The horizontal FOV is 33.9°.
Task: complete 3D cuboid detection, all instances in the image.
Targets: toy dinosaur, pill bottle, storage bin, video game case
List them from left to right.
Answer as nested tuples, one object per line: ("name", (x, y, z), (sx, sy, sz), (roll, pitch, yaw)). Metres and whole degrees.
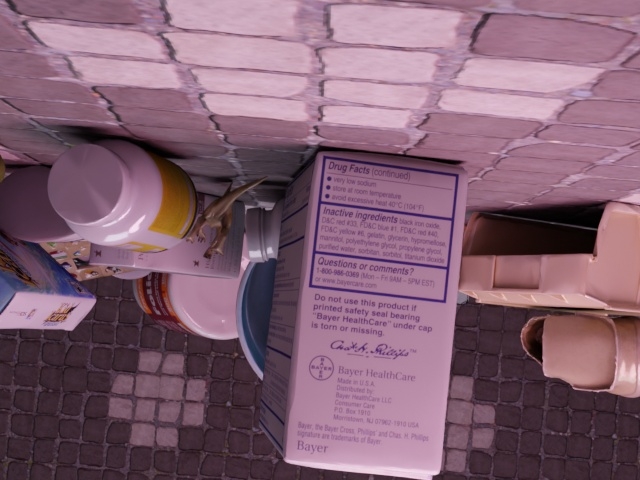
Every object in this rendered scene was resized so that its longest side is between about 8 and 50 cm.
("video game case", (-0.424, 0.001, 1.276), (0.269, 0.061, 0.244), (40, -177, 10))
("pill bottle", (-0.193, -0.043, 1.029), (0.103, 0.103, 0.184), (4, 176, 11))
("pill bottle", (-0.259, 0.088, 2.212), (0.224, 0.224, 0.392), (6, 175, -23))
("toy dinosaur", (-0.122, -0.032, 1.258), (0.053, 0.092, 0.183), (28, 161, -9))
("pill bottle", (-0.006, -0.011, 1.262), (0.160, 0.087, 0.087), (-4, 176, 3))
("storage bin", (0.350, 0.029, 1.316), (0.260, 0.123, 0.262), (7, 176, -27))

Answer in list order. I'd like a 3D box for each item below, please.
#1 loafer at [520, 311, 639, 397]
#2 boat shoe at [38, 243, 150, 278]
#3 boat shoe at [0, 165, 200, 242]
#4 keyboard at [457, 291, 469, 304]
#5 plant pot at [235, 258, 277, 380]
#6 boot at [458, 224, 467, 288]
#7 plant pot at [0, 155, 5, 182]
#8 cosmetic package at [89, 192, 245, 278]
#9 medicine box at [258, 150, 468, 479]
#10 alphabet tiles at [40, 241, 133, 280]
("loafer", (0.322, 0.138, 1.297), (0.092, 0.101, 0.268), (0, 177, -8))
("boat shoe", (-0.445, -0.001, 1.954), (0.105, 0.113, 0.306), (10, 178, 44))
("boat shoe", (-0.273, -0.043, 1.280), (0.268, 0.096, 0.088), (-6, 168, 23))
("keyboard", (0.197, 0.046, 1.779), (0.108, 0.023, 0.180), (2, 138, 10))
("plant pot", (0.025, 0.069, 1.453), (0.272, 0.271, 0.255), (5, -169, -2))
("boot", (0.123, 0.123, 1.604), (0.089, 0.236, 0.269), (30, 139, -11))
("plant pot", (-0.367, -0.072, 1.093), (0.083, 0.083, 0.079), (5, -172, 4))
("cosmetic package", (-0.205, -0.012, 1.445), (0.086, 0.117, 0.231), (2, 177, 31))
("medicine box", (0.034, 0.072, 1.068), (0.149, 0.289, 0.263), (8, 176, -8))
("alphabet tiles", (-0.366, 0.006, 1.859), (0.237, 0.009, 0.198), (-11, 148, -3))
